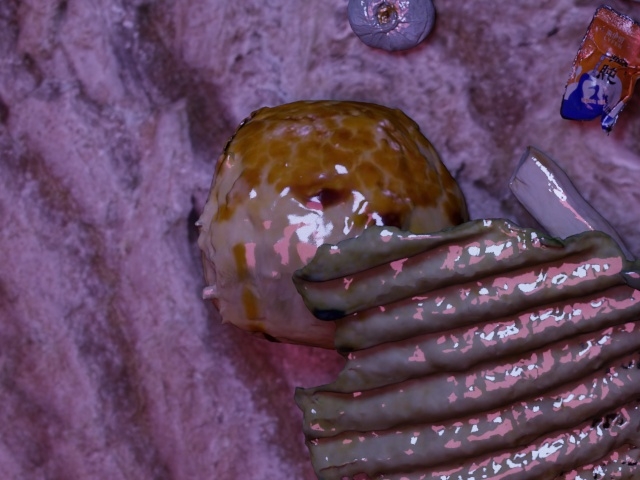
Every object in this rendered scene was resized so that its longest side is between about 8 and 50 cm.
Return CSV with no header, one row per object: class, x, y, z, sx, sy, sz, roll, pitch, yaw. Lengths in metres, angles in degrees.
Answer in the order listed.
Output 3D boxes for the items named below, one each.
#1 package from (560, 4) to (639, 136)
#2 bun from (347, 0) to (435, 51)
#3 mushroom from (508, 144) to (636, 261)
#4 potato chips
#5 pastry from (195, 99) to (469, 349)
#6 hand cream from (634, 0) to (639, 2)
package,0.267,-0.153,1.770,0.077,0.033,0.110,27,92,36
bun,0.066,-0.214,1.815,0.083,0.045,0.083,4,104,16
mushroom,0.243,-0.002,1.791,0.059,0.054,0.202,-38,81,20
potato chips,0.169,0.124,1.743,0.389,0.097,0.373,0,125,1
pastry,0.008,-0.005,1.802,0.256,0.170,0.236,8,103,11
hand cream,0.316,-0.234,1.711,0.174,0.047,0.076,27,107,43
